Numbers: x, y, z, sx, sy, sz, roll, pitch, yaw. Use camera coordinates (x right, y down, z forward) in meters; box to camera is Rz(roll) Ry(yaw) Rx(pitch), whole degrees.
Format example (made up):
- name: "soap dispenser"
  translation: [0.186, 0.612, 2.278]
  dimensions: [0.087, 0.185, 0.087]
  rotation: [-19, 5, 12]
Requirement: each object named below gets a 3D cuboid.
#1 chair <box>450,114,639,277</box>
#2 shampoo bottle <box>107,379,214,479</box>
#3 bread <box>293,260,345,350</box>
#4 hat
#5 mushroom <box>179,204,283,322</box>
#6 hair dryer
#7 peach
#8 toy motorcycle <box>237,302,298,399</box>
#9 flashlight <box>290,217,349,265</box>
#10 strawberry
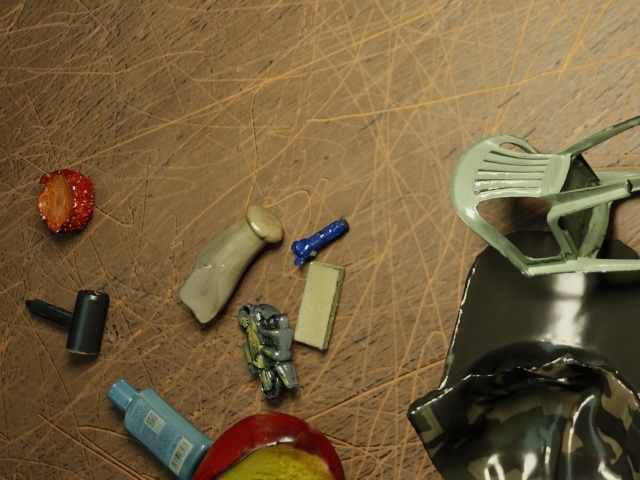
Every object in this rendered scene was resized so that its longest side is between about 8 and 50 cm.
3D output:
- name: "chair"
  translation: [0.350, -0.070, 1.229]
  dimensions: [0.274, 0.190, 0.203]
  rotation: [-12, 43, 45]
- name: "shampoo bottle"
  translation: [-0.318, 0.362, 1.695]
  dimensions: [0.258, 0.061, 0.104]
  rotation: [34, 104, 27]
- name: "bread"
  translation: [-0.002, 0.115, 1.548]
  dimensions: [0.068, 0.028, 0.154]
  rotation: [14, 94, 31]
- name: "hat"
  translation: [0.343, 0.192, 1.295]
  dimensions: [0.366, 0.257, 0.382]
  rotation: [8, 52, 23]
- name: "mushroom"
  translation: [-0.175, 0.037, 1.618]
  dimensions: [0.247, 0.096, 0.108]
  rotation: [-49, 40, 15]
- name: "hair dryer"
  translation: [-0.553, 0.147, 1.852]
  dimensions: [0.255, 0.070, 0.128]
  rotation: [16, 94, 35]
- name: "peach"
  translation: [-0.088, 0.405, 1.455]
  dimensions: [0.275, 0.248, 0.245]
  rotation: [-50, 39, 18]
- name: "toy motorcycle"
  translation: [-0.090, 0.185, 1.570]
  dimensions: [0.124, 0.061, 0.193]
  rotation: [-42, 59, 37]
- name: "flashlight"
  translation: [0.000, 0.000, 1.553]
  dimensions: [0.121, 0.035, 0.057]
  rotation: [-32, 46, 20]
- name: "strawberry"
  translation: [-0.535, -0.081, 1.839]
  dimensions: [0.145, 0.086, 0.145]
  rotation: [-4, 83, 30]
